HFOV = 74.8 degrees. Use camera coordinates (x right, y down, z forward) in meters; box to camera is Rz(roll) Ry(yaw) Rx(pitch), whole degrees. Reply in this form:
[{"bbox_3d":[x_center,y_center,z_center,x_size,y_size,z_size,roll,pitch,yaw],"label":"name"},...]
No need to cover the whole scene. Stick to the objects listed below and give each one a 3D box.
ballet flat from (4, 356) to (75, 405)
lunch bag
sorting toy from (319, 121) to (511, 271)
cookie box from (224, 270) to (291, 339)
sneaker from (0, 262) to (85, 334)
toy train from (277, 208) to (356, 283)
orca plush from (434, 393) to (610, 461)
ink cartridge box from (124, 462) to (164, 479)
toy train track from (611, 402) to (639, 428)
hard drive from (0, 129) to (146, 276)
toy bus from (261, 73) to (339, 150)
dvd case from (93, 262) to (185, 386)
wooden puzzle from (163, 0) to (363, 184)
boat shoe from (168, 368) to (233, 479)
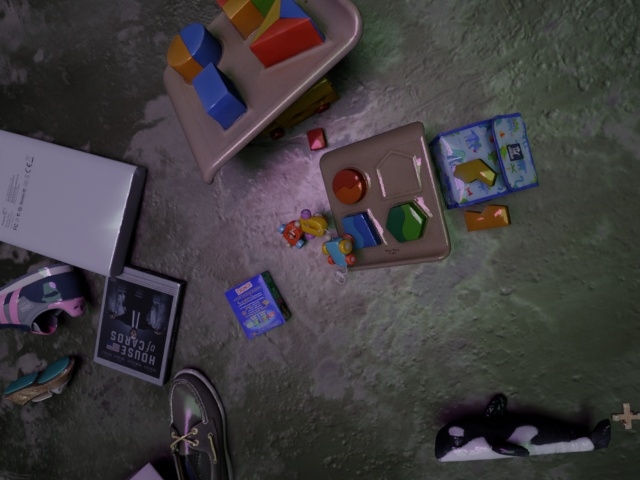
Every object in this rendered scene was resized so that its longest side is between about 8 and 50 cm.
[{"bbox_3d":[-0.632,0.329,0.972,0.206,0.073,0.067,-23,119,17],"label":"ballet flat"},{"bbox_3d":[0.275,-0.131,0.698,0.151,0.096,0.129,-15,91,1],"label":"lunch bag"},{"bbox_3d":[0.138,-0.073,0.698,0.307,0.041,0.229,-10,94,38],"label":"sorting toy"},{"bbox_3d":[-0.125,0.128,0.840,0.091,0.040,0.107,-27,91,14],"label":"cookie box"},{"bbox_3d":[-0.662,0.166,0.925,0.318,0.112,0.131,-26,88,15],"label":"sneaker"},{"bbox_3d":[0.000,0.000,0.777,0.166,0.046,0.125,38,145,13],"label":"toy train"},{"bbox_3d":[0.341,0.320,0.734,0.286,0.151,0.102,-12,63,16],"label":"orca plush"},{"bbox_3d":[-0.351,0.611,0.889,0.237,0.100,0.172,49,129,3],"label":"ink cartridge box"},{"bbox_3d":[0.555,0.308,0.728,0.083,0.014,0.048,-8,95,13],"label":"toy train track"},{"bbox_3d":[-0.560,-0.084,0.893,0.352,0.047,0.233,16,93,11],"label":"hard drive"},{"bbox_3d":[-0.071,-0.256,0.747,0.190,0.104,0.202,18,100,10],"label":"toy bus"},{"bbox_3d":[-0.396,0.179,0.912,0.179,0.029,0.239,15,99,11],"label":"dvd case"},{"bbox_3d":[-0.137,-0.313,0.692,0.347,0.080,0.322,-41,55,16],"label":"wooden puzzle"},{"bbox_3d":[-0.259,0.427,0.880,0.109,0.091,0.305,-12,94,13],"label":"boat shoe"}]
